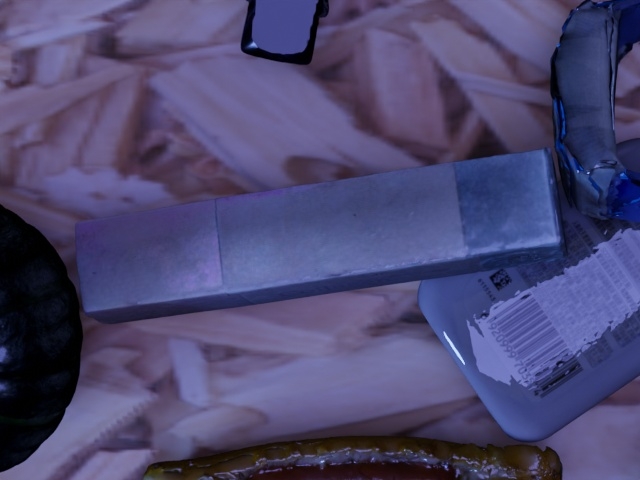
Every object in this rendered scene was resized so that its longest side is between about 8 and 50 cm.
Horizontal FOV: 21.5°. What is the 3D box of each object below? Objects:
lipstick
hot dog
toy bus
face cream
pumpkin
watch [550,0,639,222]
[{"bbox_3d":[0.000,0.000,1.113,0.317,0.066,0.068,-9,80,9],"label":"lipstick"},{"bbox_3d":[0.021,0.175,1.153,0.289,0.083,0.068,-3,60,0],"label":"hot dog"},{"bbox_3d":[-0.015,-0.203,1.122,0.057,0.072,0.172,10,93,-3],"label":"toy bus"},{"bbox_3d":[0.214,0.006,1.145,0.291,0.071,0.144,-36,89,3],"label":"face cream"},{"bbox_3d":[-0.251,0.062,1.102,0.202,0.140,0.202,4,104,14],"label":"pumpkin"},{"bbox_3d":[0.293,-0.123,1.105,0.275,0.068,0.276,5,60,15],"label":"watch"}]
